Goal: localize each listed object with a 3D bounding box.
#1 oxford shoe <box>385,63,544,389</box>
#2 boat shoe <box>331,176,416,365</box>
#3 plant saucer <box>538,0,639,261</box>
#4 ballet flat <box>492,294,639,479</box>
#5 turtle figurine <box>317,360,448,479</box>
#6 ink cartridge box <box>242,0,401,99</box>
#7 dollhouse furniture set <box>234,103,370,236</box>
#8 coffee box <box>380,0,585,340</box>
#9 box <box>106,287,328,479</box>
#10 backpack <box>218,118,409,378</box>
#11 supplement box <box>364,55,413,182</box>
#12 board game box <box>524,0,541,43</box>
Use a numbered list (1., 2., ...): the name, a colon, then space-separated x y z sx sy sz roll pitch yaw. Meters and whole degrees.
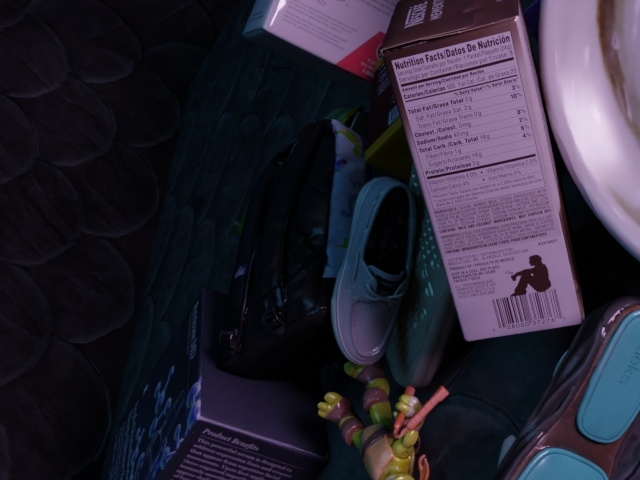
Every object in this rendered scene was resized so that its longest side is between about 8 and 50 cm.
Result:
1. oxford shoe: 0.171 -0.025 1.069 0.169 0.130 0.449 -138 56 -62
2. boat shoe: 0.065 0.038 1.047 0.081 0.079 0.227 -165 83 -76
3. plant saucer: 0.337 -0.141 0.634 0.400 0.100 0.400 31 129 48
4. ballet flat: 0.219 0.175 0.789 0.280 0.095 0.096 -58 10 -2
5. turtle figurine: 0.077 0.234 1.066 0.217 0.087 0.269 -117 43 -56
6. ink cartridge box: 0.077 -0.469 1.522 0.385 0.279 0.160 -67 19 0
7. dollhouse furniture set: -0.042 -0.134 1.657 0.301 0.151 0.197 -67 20 3
8. coffee box: 0.158 -0.079 0.842 0.119 0.297 0.168 -11 25 17
9. box: -0.182 0.334 1.445 0.395 0.212 0.293 -56 23 27
10. backpack: 0.000 0.000 1.305 0.290 0.273 0.355 -37 51 48
11. supplement box: 0.169 -0.204 1.229 0.191 0.129 0.194 -43 31 49
12. board game box: 0.339 -0.201 0.741 0.347 0.056 0.208 -38 73 54
